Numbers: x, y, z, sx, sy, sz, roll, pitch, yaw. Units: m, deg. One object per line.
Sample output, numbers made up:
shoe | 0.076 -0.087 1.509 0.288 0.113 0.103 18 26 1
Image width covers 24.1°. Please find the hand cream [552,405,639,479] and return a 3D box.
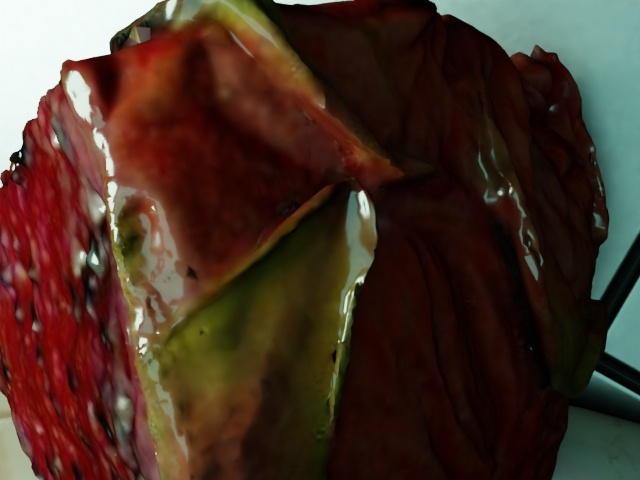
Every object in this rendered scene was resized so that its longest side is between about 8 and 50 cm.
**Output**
hand cream | 0.203 0.139 0.691 0.312 0.070 0.111 20 101 2

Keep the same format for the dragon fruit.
dragon fruit | 0.000 0.000 0.590 0.240 0.330 0.302 32 138 25

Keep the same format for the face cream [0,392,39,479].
face cream | -0.128 0.058 0.700 0.149 0.149 0.104 -10 95 14
